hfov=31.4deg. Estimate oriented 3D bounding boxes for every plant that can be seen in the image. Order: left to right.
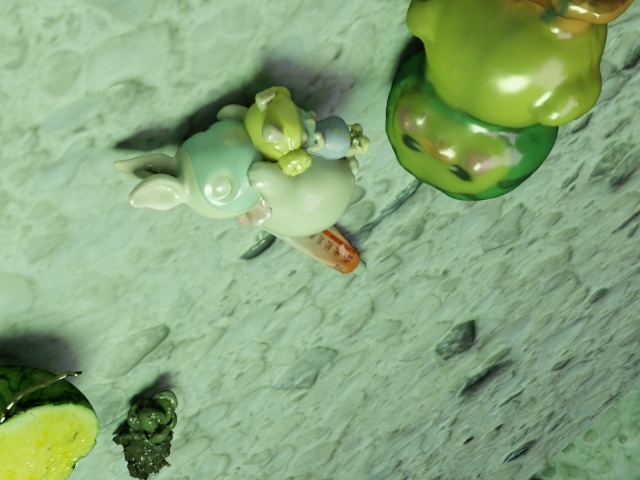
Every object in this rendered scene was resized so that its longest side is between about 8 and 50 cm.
[{"bbox_3d":[-0.229,0.256,1.524,0.174,0.087,0.085,113,4,-48],"label":"plant"}]

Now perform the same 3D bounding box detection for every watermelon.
[{"bbox_3d":[-0.361,0.209,1.280,0.204,0.127,0.232,-24,149,-16],"label":"watermelon"}]

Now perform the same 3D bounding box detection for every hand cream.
[{"bbox_3d":[0.000,-0.002,1.425,0.216,0.038,0.052,33,82,-53],"label":"hand cream"}]

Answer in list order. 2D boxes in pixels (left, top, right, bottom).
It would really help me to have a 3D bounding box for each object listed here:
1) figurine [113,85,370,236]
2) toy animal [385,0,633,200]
[{"bbox_3d":[-0.076,-0.078,1.160,0.236,0.127,0.155,7,148,-44],"label":"figurine"},{"bbox_3d":[0.192,-0.189,1.194,0.191,0.216,0.338,-44,164,-40],"label":"toy animal"}]
